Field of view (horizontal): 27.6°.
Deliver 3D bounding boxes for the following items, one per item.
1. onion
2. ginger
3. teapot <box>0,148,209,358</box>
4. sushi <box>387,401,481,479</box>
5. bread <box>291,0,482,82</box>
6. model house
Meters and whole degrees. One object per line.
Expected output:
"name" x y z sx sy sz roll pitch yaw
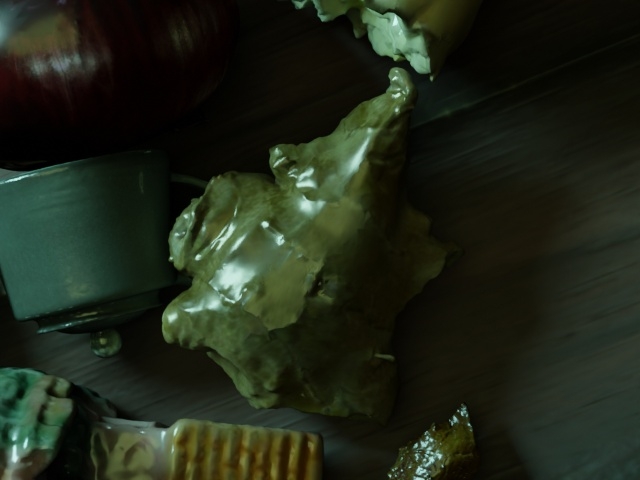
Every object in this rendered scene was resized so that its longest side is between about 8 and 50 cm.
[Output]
"onion" -0.204 -0.187 0.974 0.273 0.285 0.273 -8 38 6
"ginger" 0.000 0.000 0.975 0.219 0.123 0.270 16 89 -7
"teapot" -0.171 0.016 1.013 0.239 0.162 0.149 -13 88 -22
"sushi" 0.079 0.175 0.986 0.118 0.061 0.060 -43 45 -1
"bread" 0.028 -0.292 0.993 0.316 0.211 0.270 34 84 0
"model house" -0.123 0.204 0.931 0.238 0.237 0.202 6 76 6
